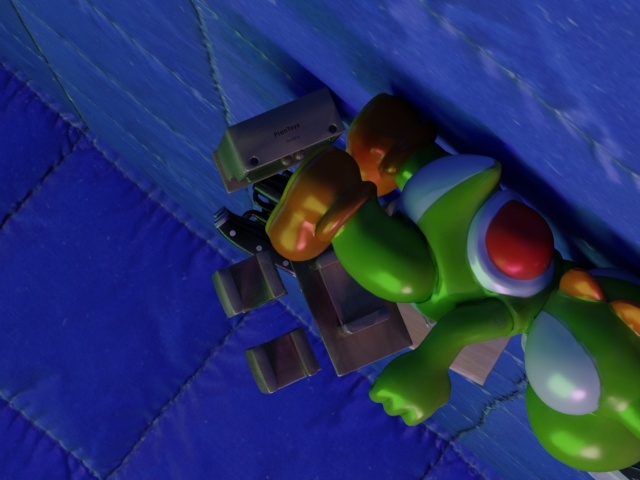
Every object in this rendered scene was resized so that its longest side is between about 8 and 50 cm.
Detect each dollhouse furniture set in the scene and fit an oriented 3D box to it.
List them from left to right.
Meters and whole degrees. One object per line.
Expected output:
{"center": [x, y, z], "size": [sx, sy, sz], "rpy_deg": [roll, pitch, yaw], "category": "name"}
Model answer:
{"center": [0.000, 0.000, 1.649], "size": [0.161, 0.212, 0.242], "rpy_deg": [146, 102, -82], "category": "dollhouse furniture set"}

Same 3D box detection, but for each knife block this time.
{"center": [0.035, 0.026, 1.777], "size": [0.276, 0.088, 0.242], "rpy_deg": [37, -167, 35], "category": "knife block"}

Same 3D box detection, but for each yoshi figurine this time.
{"center": [0.140, 0.060, 1.382], "size": [0.362, 0.203, 0.203], "rpy_deg": [37, -172, 14], "category": "yoshi figurine"}

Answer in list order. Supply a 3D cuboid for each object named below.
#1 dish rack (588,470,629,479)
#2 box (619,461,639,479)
{"center": [0.382, 0.268, 1.824], "size": [0.333, 0.072, 0.285], "rpy_deg": [39, 174, 20], "category": "dish rack"}
{"center": [0.343, 0.204, 1.503], "size": [0.158, 0.093, 0.156], "rpy_deg": [40, 174, -7], "category": "box"}
